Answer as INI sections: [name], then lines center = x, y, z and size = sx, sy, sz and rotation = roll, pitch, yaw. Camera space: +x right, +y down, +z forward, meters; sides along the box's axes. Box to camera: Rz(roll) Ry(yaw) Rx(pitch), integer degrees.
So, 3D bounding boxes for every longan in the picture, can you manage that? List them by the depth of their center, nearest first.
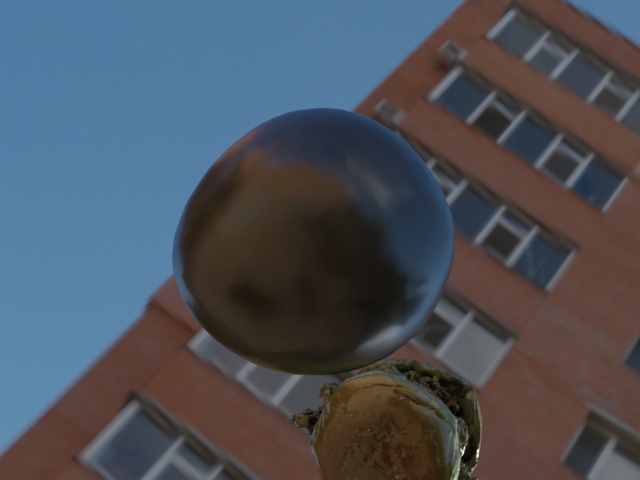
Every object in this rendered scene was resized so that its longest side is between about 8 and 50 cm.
[longan]
center = 0.000, 0.000, 1.172
size = 0.197, 0.220, 0.196
rotation = 8, -67, 19

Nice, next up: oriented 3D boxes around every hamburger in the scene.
[hamburger]
center = 0.056, 0.183, 1.481
size = 0.185, 0.131, 0.159
rotation = 11, -71, 22
